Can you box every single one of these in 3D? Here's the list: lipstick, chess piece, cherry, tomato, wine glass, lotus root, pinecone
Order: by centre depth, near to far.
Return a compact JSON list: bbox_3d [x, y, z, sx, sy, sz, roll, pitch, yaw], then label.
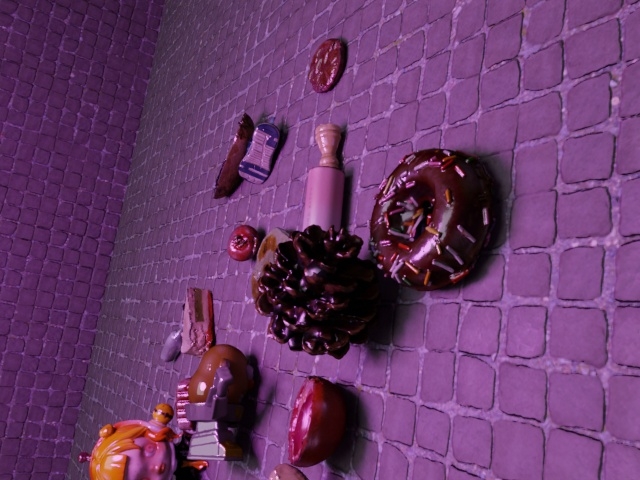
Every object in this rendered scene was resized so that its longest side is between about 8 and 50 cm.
[{"bbox_3d":[-0.004,0.085,1.076,0.243,0.243,0.257,23,122,58],"label":"pinecone"},{"bbox_3d":[-0.001,0.358,1.107,0.189,0.099,0.173,138,146,-78],"label":"tomato"},{"bbox_3d":[0.000,0.000,1.264,0.087,0.087,0.327,-17,63,55],"label":"lipstick"},{"bbox_3d":[0.019,-0.211,1.352,0.066,0.066,0.122,-21,66,53],"label":"chess piece"},{"bbox_3d":[-0.210,0.015,1.560,0.107,0.090,0.225,-56,14,1],"label":"cherry"},{"bbox_3d":[-0.270,-0.246,1.803,0.329,0.078,0.167,121,169,-45],"label":"lotus root"},{"bbox_3d":[-0.482,0.322,1.924,0.262,0.074,0.074,-57,36,30],"label":"wine glass"}]

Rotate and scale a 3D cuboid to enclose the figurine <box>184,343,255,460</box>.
[{"bbox_3d":[-0.256,0.406,1.427,0.342,0.167,0.285,-29,54,50],"label":"figurine"}]

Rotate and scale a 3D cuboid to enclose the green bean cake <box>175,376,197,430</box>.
[{"bbox_3d":[-0.347,0.442,1.540,0.056,0.135,0.135,-8,80,10],"label":"green bean cake"}]

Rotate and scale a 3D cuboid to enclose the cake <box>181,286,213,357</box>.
[{"bbox_3d":[-0.377,0.253,1.760,0.116,0.086,0.221,-14,66,56],"label":"cake"}]

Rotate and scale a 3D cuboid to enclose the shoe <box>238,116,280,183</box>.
[{"bbox_3d":[-0.174,-0.262,1.671,0.106,0.091,0.207,-78,13,-62],"label":"shoe"}]

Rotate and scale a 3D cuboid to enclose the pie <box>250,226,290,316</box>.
[{"bbox_3d":[-0.112,0.079,1.446,0.240,0.054,0.241,-27,57,53],"label":"pie"}]

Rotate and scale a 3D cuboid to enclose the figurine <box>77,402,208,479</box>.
[{"bbox_3d":[-0.484,0.611,1.556,0.196,0.323,0.320,-16,63,54],"label":"figurine"}]

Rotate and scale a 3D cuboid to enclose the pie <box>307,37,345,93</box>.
[{"bbox_3d":[0.016,-0.458,1.479,0.154,0.036,0.155,-27,56,50],"label":"pie"}]

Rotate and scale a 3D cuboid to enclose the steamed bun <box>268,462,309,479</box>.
[{"bbox_3d":[-0.034,0.568,1.042,0.295,0.137,0.292,-50,43,47],"label":"steamed bun"}]

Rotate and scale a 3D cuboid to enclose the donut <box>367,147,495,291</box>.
[{"bbox_3d":[0.182,-0.040,0.979,0.269,0.103,0.270,-33,50,50],"label":"donut"}]
